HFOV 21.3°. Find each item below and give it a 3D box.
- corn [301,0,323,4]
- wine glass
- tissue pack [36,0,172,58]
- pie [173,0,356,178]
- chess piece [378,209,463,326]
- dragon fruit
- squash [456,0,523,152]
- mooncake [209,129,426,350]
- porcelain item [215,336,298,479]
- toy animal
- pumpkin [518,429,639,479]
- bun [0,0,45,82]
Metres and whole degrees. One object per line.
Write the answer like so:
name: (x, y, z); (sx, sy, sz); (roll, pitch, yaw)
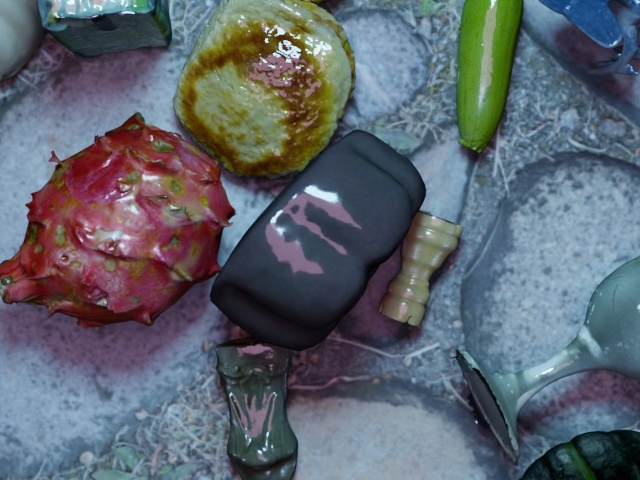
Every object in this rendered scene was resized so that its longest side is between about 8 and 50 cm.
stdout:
corn: (0.037, -0.371, 1.845); (0.101, 0.101, 0.310); (37, 89, 2)
wine glass: (0.304, 0.108, 1.810); (0.321, 0.143, 0.143); (-29, 88, -3)
tissue pack: (-0.244, -0.359, 1.781); (0.128, 0.228, 0.310); (-10, 88, -1)
pie: (-0.059, -0.167, 1.834); (0.179, 0.084, 0.205); (32, 104, -6)
chess piece: (0.104, 0.029, 1.852); (0.066, 0.066, 0.122); (22, 94, 1)
dragon fruit: (-0.216, -0.002, 1.786); (0.268, 0.205, 0.210); (-30, 125, 2)
squash: (0.180, -0.196, 1.858); (0.066, 0.066, 0.201); (9, 94, 1)
mooncake: (0.000, 0.000, 1.769); (0.133, 0.245, 0.245); (36, 89, 0)
porcelain item: (-0.065, 0.213, 1.847); (0.081, 0.069, 0.215); (-6, 93, -5)
toy animal: (0.313, -0.262, 1.814); (0.255, 0.239, 0.176); (9, 122, 40)
pumpkin: (0.306, 0.320, 1.754); (0.250, 0.216, 0.249); (-15, 129, -20)
bun: (-0.421, -0.279, 1.809); (0.263, 0.175, 0.263); (0, 87, -1)
